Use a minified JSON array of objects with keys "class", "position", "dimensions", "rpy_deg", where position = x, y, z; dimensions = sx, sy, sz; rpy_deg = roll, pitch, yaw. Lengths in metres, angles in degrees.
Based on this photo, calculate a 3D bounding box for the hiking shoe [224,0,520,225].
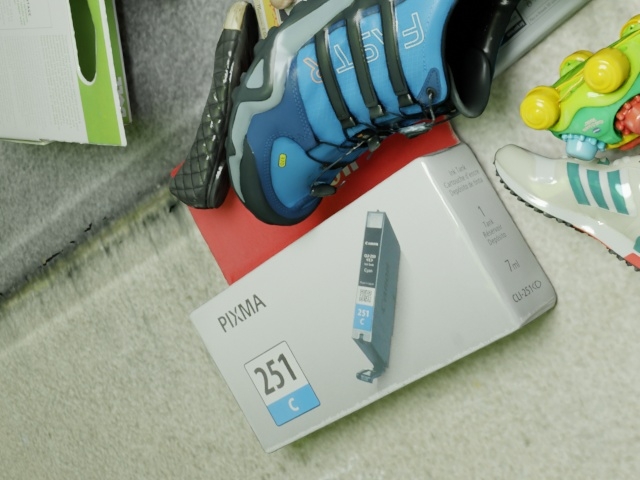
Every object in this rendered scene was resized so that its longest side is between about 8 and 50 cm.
[{"class":"hiking shoe","position":[0.038,-0.106,0.784],"dimensions":[0.132,0.113,0.304],"rpy_deg":[49,128,23]}]

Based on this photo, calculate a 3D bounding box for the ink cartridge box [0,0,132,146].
[{"class":"ink cartridge box","position":[-0.209,-0.179,1.010],"dimensions":[0.255,0.097,0.188],"rpy_deg":[10,111,48]}]

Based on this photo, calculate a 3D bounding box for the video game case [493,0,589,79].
[{"class":"video game case","position":[0.121,-0.228,0.791],"dimensions":[0.201,0.023,0.183],"rpy_deg":[-39,78,42]}]

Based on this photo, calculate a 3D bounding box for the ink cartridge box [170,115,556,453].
[{"class":"ink cartridge box","position":[0.000,0.000,0.941],"dimensions":[0.296,0.066,0.261],"rpy_deg":[-34,82,41]}]

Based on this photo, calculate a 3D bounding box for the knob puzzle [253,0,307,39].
[{"class":"knob puzzle","position":[0.007,-0.229,0.854],"dimensions":[0.213,0.030,0.213],"rpy_deg":[16,115,38]}]

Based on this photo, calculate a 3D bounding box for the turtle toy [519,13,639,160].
[{"class":"turtle toy","position":[0.189,-0.093,0.735],"dimensions":[0.130,0.095,0.066],"rpy_deg":[-29,98,42]}]

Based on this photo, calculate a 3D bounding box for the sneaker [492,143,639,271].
[{"class":"sneaker","position":[0.191,-0.036,0.782],"dimensions":[0.161,0.057,0.075],"rpy_deg":[35,108,28]}]

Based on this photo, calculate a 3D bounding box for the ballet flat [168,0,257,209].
[{"class":"ballet flat","position":[-0.086,-0.108,0.966],"dimensions":[0.049,0.057,0.173],"rpy_deg":[18,102,15]}]
